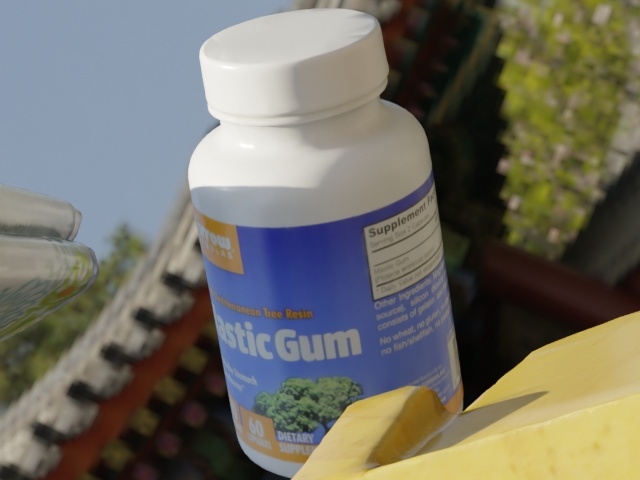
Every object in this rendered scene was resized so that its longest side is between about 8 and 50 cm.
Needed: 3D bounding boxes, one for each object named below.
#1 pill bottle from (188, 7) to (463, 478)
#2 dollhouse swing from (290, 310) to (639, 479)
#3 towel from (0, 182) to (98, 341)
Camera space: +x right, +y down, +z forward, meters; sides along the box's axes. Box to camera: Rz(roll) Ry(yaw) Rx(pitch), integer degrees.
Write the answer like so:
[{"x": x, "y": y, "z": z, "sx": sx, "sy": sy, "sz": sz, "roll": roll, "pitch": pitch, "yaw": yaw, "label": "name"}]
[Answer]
[{"x": 0.000, "y": 0.000, "z": 1.214, "sx": 0.152, "sy": 0.152, "sz": 0.272, "roll": -40, "pitch": -53, "yaw": -51, "label": "pill bottle"}, {"x": 0.212, "y": 0.122, "z": 0.588, "sx": 0.305, "sy": 0.347, "sz": 0.315, "roll": 27, "pitch": -133, "yaw": -69, "label": "dollhouse swing"}, {"x": -0.334, "y": 0.058, "z": 1.144, "sx": 0.320, "sy": 0.090, "sz": 0.374, "roll": -32, "pitch": -11, "yaw": 14, "label": "towel"}]
